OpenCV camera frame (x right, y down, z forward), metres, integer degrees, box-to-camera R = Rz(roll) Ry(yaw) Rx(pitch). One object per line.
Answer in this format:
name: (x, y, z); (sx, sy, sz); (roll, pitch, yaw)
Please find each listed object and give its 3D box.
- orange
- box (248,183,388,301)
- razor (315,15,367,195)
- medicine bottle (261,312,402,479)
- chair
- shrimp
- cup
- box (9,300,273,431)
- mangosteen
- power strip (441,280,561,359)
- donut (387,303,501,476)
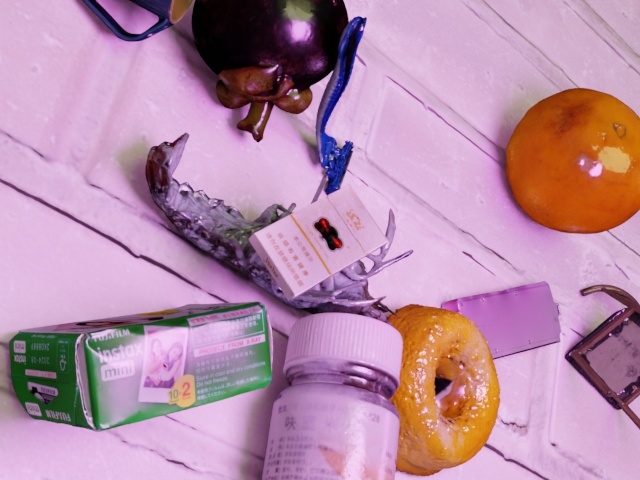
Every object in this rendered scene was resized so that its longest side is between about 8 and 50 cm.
orange: (0.454, -0.137, 1.696); (0.261, 0.261, 0.261); (16, 65, -37)
box: (0.000, 0.000, 1.179); (0.167, 0.024, 0.090); (-29, 82, -38)
razor: (0.023, -0.188, 1.323); (0.056, 0.324, 0.093); (15, 59, 6)
medicine bottle: (0.017, 0.242, 1.219); (0.165, 0.165, 0.273); (25, 60, -33)
chair: (0.547, 0.206, 1.720); (0.188, 0.166, 0.272); (43, 9, -21)
shrimp: (-0.046, 0.000, 1.260); (0.411, 0.166, 0.221); (21, 29, -16)
cup: (-0.237, -0.345, 1.217); (0.155, 0.176, 0.131); (26, 12, -1)
box: (-0.191, 0.130, 1.066); (0.250, 0.180, 0.103); (-9, 93, -42)
mangosteen: (-0.071, -0.256, 1.311); (0.211, 0.211, 0.250); (-5, 106, -43)
power strip: (0.304, 0.135, 1.599); (0.279, 0.037, 0.109); (-6, 80, -43)
donut: (0.162, 0.213, 1.403); (0.253, 0.118, 0.253); (4, 84, -50)
